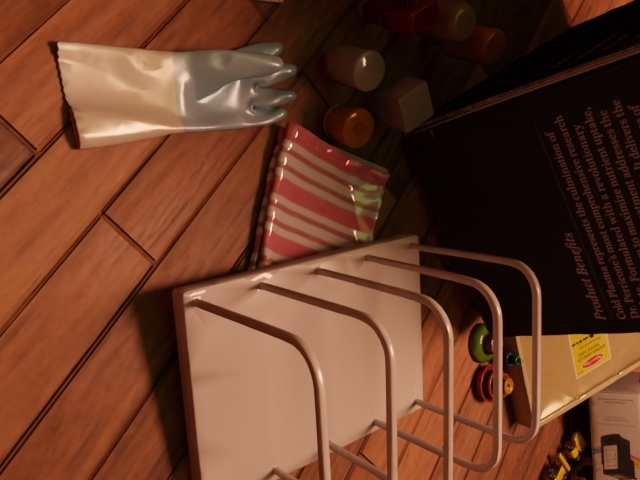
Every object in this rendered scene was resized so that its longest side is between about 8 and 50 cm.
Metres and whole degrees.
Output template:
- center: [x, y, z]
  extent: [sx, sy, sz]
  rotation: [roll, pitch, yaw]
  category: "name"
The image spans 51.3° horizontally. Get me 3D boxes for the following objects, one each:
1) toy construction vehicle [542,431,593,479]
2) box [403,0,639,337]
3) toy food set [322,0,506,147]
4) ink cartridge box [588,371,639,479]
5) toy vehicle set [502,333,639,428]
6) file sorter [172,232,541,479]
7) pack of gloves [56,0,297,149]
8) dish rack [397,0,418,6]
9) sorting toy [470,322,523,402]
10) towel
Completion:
- center: [0.365, 0.337, 0.981]
  extent: [0.086, 0.035, 0.098]
  rotation: [54, 54, -16]
  category: "toy construction vehicle"
- center: [0.443, -0.138, 0.750]
  extent: [0.479, 0.471, 0.298]
  rotation: [-34, 106, -37]
  category: "box"
- center: [0.076, -0.194, 0.707]
  extent: [0.232, 0.104, 0.111]
  rotation: [-37, 128, -18]
  category: "toy food set"
- center: [0.454, 0.299, 1.010]
  extent: [0.127, 0.072, 0.175]
  rotation: [-10, 96, -63]
  category: "ink cartridge box"
- center: [0.365, 0.132, 0.936]
  extent: [0.266, 0.035, 0.166]
  rotation: [-19, 103, -26]
  category: "toy vehicle set"
- center: [0.046, 0.119, 0.574]
  extent: [0.277, 0.173, 0.193]
  rotation: [-13, 105, -40]
  category: "file sorter"
- center: [-0.104, -0.188, 0.553]
  extent: [0.232, 0.046, 0.195]
  rotation: [-17, 101, -42]
  category: "pack of gloves"
- center: [0.080, -0.367, 0.664]
  extent: [0.208, 0.074, 0.272]
  rotation: [51, 37, -27]
  category: "dish rack"
- center: [0.226, 0.155, 0.848]
  extent: [0.061, 0.042, 0.102]
  rotation: [-10, 96, -42]
  category: "sorting toy"
- center: [0.000, 0.000, 0.653]
  extent: [0.144, 0.029, 0.197]
  rotation: [20, 76, -40]
  category: "towel"
